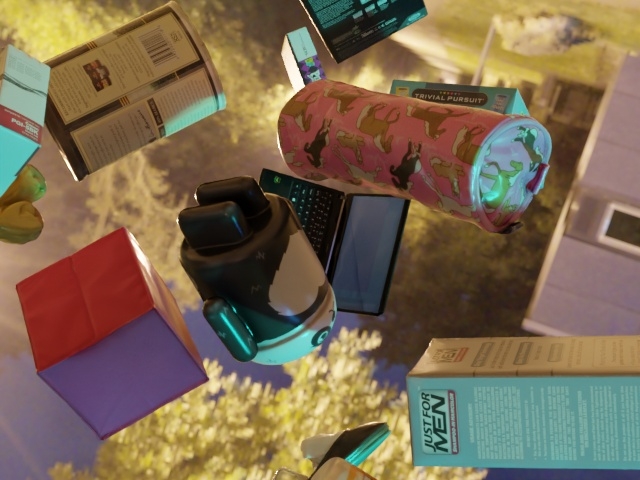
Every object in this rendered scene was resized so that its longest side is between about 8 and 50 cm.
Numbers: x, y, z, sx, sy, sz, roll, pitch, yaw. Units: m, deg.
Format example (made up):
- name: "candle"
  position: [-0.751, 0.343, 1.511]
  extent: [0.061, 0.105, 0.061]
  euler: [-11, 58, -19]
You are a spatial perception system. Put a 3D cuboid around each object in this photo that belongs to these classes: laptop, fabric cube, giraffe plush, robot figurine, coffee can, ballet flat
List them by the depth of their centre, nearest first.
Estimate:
- name: "giraffe plush"
  position: [-0.481, -0.028, 1.339]
  extent: [0.181, 0.171, 0.210]
  euler: [45, -148, -27]
- name: "robot figurine"
  position: [-0.085, 0.045, 1.434]
  extent: [0.173, 0.209, 0.278]
  euler: [34, 155, 58]
- name: "ballet flat"
  position: [-0.013, 0.367, 1.596]
  extent: [0.096, 0.280, 0.095]
  euler: [40, 172, 13]
- name: "coffee can"
  position: [-0.323, -0.246, 1.699]
  extent: [0.275, 0.201, 0.201]
  euler: [-28, -154, -12]
- name: "laptop"
  position: [0.000, 0.000, 1.891]
  extent: [0.265, 0.234, 0.136]
  euler: [16, 168, -11]
- name: "fabric cube"
  position: [-0.411, 0.184, 2.028]
  extent: [0.258, 0.259, 0.254]
  euler: [59, 176, 45]

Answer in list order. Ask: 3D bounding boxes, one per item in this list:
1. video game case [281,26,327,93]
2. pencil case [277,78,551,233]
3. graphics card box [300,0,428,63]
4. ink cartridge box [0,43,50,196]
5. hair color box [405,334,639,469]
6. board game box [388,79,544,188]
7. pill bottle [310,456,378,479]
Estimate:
- name: "video game case"
  position: [-0.010, -0.247, 1.771]
  extent: [0.042, 0.210, 0.232]
  euler: [-23, -177, -3]
- name: "pencil case"
  position: [0.115, -0.123, 1.394]
  extent: [0.386, 0.167, 0.160]
  euler: [18, -131, 42]
- name: "graphics card box"
  position: [0.073, -0.518, 2.082]
  extent: [0.094, 0.233, 0.371]
  euler: [64, -172, 22]
- name: "ink cartridge box"
  position: [-0.339, -0.127, 1.097]
  extent: [0.056, 0.099, 0.135]
  euler: [27, -142, -32]
- name: "hair color box"
  position: [0.302, 0.184, 1.198]
  extent: [0.375, 0.113, 0.185]
  euler: [-2, -173, 16]
- name: "board game box"
  position: [0.306, -0.214, 2.098]
  extent: [0.254, 0.079, 0.336]
  euler: [8, 165, 25]
- name: "pill bottle"
  position: [0.088, 0.331, 0.943]
  extent: [0.272, 0.152, 0.152]
  euler: [32, -169, 0]
